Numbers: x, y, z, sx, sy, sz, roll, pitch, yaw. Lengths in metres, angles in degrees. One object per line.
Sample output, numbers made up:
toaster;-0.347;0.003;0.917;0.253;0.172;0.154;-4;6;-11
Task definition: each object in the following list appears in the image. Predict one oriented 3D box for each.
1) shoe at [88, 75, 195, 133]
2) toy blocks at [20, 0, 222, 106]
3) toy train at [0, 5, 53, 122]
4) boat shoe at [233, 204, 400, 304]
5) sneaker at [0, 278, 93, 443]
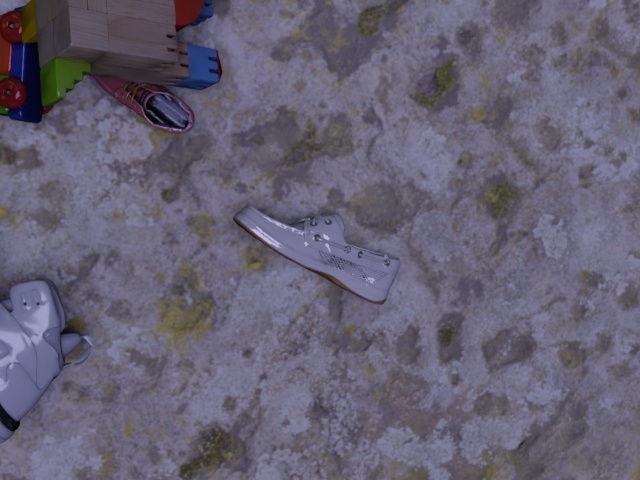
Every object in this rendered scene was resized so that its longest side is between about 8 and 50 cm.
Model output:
shoe;-0.256;-0.212;1.174;0.178;0.081;0.063;34;92;-14
toy blocks;-0.235;-0.362;1.085;0.260;0.190;0.382;-1;83;-41
toy train;-0.447;-0.291;1.126;0.143;0.105;0.248;5;94;6
boat shoe;0.000;0.000;1.256;0.277;0.098;0.096;27;93;-23
sneaker;-0.497;0.089;1.158;0.210;0.137;0.366;-40;97;-13
